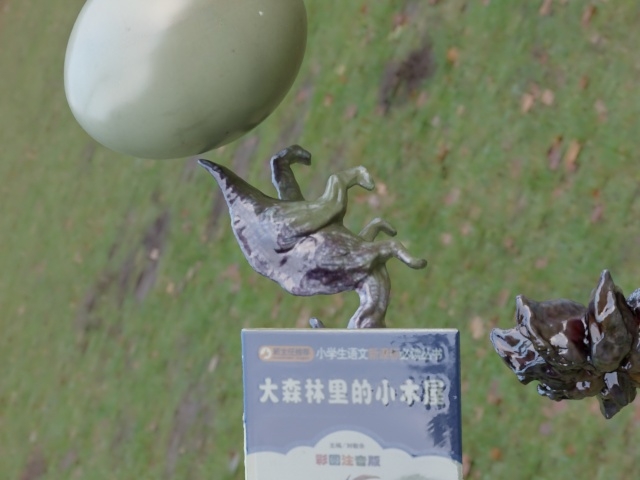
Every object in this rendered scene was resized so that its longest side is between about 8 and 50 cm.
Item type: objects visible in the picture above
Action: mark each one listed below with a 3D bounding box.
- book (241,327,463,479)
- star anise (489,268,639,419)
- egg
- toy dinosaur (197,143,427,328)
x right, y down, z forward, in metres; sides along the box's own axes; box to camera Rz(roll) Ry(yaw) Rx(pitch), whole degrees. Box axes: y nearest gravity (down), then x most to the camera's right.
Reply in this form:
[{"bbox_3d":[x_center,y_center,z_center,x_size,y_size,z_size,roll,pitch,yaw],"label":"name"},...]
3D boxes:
[{"bbox_3d":[0.033,0.246,1.449,0.018,0.228,0.322,-25,-67,-76],"label":"book"},{"bbox_3d":[0.302,0.115,1.476,0.223,0.236,0.109,-26,59,28],"label":"star anise"},{"bbox_3d":[-0.142,-0.200,1.515,0.269,0.219,0.219,-24,19,-7],"label":"egg"},{"bbox_3d":[0.003,-0.003,1.552,0.162,0.294,0.077,-38,-21,-29],"label":"toy dinosaur"}]
